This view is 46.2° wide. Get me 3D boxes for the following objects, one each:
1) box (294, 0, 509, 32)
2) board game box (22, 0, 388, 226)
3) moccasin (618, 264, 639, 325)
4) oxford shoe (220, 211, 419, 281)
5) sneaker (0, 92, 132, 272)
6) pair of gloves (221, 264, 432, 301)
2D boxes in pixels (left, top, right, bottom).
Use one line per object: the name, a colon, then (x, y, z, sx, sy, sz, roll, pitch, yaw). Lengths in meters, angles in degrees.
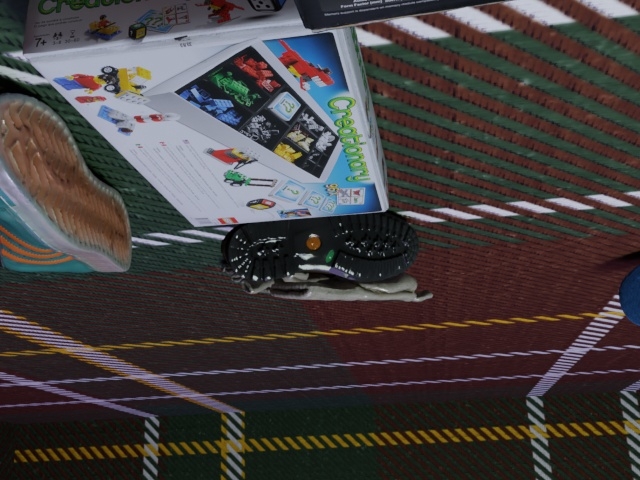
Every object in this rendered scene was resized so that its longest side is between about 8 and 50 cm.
box: (0.103, -0.198, 0.249, 0.295, 0.074, 0.293, -6, 160, 11)
board game box: (-0.057, -0.089, 0.575, 0.192, 0.053, 0.305, -4, 161, 9)
moccasin: (0.557, 0.054, 0.934, 0.341, 0.138, 0.116, -17, 160, 39)
oxford shoe: (0.000, 0.000, 0.833, 0.227, 0.083, 0.096, 2, -176, -20)
sneaker: (-0.258, -0.027, 0.648, 0.120, 0.108, 0.302, -7, 162, 0)
pair of gloves: (0.005, 0.051, 0.945, 0.204, 0.042, 0.240, 4, 178, -31)
